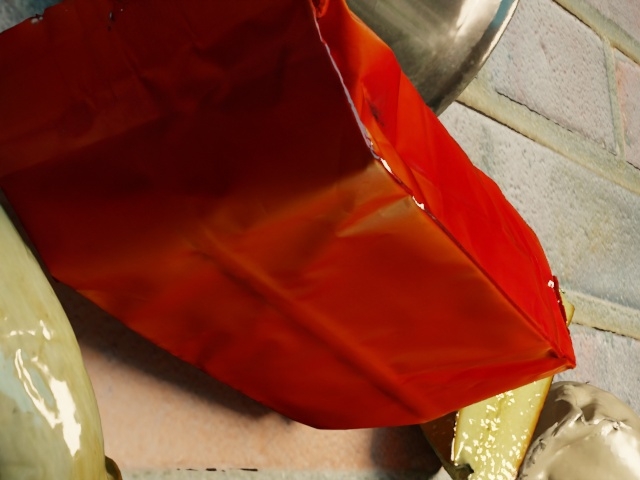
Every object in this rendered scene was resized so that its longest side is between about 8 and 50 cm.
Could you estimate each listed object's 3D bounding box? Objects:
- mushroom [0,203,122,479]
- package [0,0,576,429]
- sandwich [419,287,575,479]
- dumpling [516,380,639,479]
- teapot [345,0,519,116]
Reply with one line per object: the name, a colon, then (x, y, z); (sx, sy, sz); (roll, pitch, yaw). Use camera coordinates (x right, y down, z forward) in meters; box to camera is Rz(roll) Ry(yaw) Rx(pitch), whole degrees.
mushroom: (-0.189, 0.012, 0.567); (0.107, 0.087, 0.333); (-42, 111, -54)
package: (0.000, 0.000, 0.708); (0.423, 0.196, 0.123); (43, 31, -53)
sandwich: (0.128, 0.118, 1.001); (0.090, 0.088, 0.244); (53, 43, -19)
dumpling: (0.232, 0.219, 1.105); (0.173, 0.142, 0.247); (-61, 147, 1)
teapot: (-0.015, -0.232, 0.775); (0.239, 0.239, 0.322); (32, 58, -34)
